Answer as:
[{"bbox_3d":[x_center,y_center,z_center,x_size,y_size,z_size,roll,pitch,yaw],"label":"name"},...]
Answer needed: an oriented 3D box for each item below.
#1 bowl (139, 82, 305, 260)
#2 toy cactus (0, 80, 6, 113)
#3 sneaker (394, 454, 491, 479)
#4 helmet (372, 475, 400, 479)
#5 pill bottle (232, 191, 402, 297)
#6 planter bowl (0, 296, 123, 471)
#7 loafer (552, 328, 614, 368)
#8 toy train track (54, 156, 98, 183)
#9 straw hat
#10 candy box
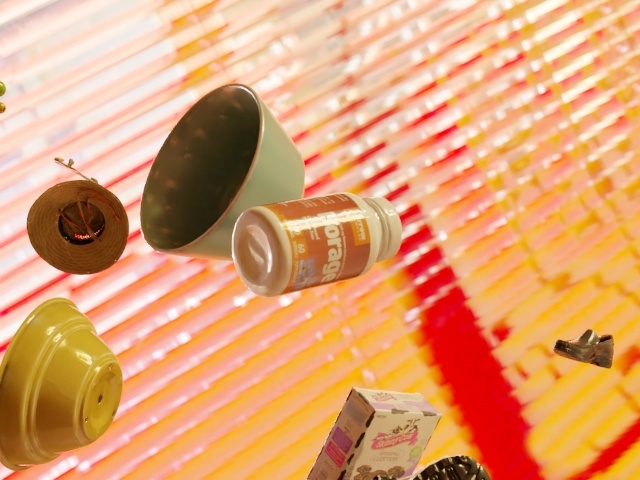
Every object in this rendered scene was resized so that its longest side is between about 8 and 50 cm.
[{"bbox_3d":[-0.143,-0.090,1.989,0.311,0.163,0.311,-29,-133,36],"label":"bowl"},{"bbox_3d":[-0.631,-0.215,2.081,0.219,0.112,0.180,-36,177,3],"label":"toy cactus"},{"bbox_3d":[0.068,0.335,1.400,0.271,0.100,0.108,-15,162,-13],"label":"sneaker"},{"bbox_3d":[0.104,0.452,1.852,0.161,0.169,0.169,-21,-171,-30],"label":"helmet"},{"bbox_3d":[0.000,0.000,1.595,0.216,0.121,0.121,-12,-178,-37],"label":"pill bottle"},{"bbox_3d":[-0.300,0.183,1.443,0.090,0.217,0.217,11,-154,16],"label":"planter bowl"},{"bbox_3d":[0.467,0.186,2.117,0.062,0.061,0.170,15,180,40],"label":"loafer"},{"bbox_3d":[-0.332,-0.098,1.632,0.048,0.083,0.014,21,-99,35],"label":"toy train track"},{"bbox_3d":[-0.317,-0.029,1.599,0.144,0.144,0.061,-23,-156,14],"label":"straw hat"},{"bbox_3d":[0.089,0.347,1.981,0.165,0.196,0.070,11,-160,-41],"label":"candy box"}]
